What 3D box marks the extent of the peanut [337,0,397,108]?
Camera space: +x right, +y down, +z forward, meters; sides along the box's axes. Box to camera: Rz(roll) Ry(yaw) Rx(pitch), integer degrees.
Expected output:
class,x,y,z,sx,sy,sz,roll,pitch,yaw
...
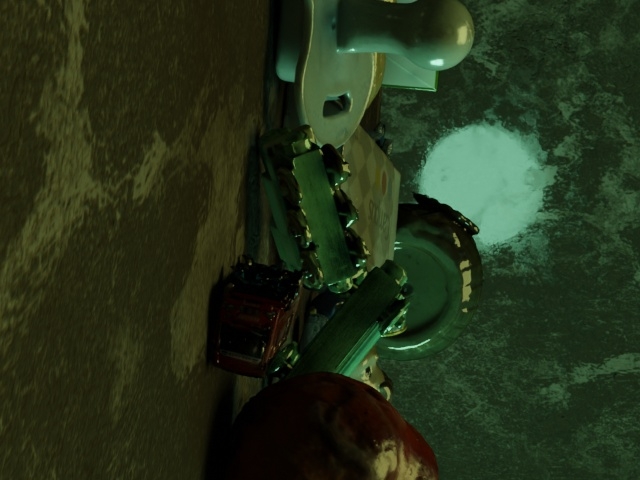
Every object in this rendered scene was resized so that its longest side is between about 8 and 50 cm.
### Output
class,x,y,z,sx,sy,sz,roll,pitch,yaw
peanut,0.042,-0.286,1.916,0.123,0.123,0.256,-59,155,-78

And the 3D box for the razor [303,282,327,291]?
class,x,y,z,sx,sy,sz,roll,pitch,yaw
razor,0.000,0.000,2.076,0.090,0.054,0.148,-72,166,-53

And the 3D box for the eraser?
class,x,y,z,sx,sy,sz,roll,pitch,yaw
eraser,0.032,-0.063,1.893,0.397,0.082,0.213,34,60,-74

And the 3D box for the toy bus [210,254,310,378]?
class,x,y,z,sx,sy,sz,roll,pitch,yaw
toy bus,-0.059,0.072,1.423,0.235,0.073,0.096,-53,155,-82

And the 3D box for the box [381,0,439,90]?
class,x,y,z,sx,sy,sz,roll,pitch,yaw
box,0.096,-0.341,2.107,0.148,0.177,0.195,-78,171,-60

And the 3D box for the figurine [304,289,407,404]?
class,x,y,z,sx,sy,sz,roll,pitch,yaw
figurine,0.053,0.207,2.291,0.161,0.158,0.275,-52,148,-63

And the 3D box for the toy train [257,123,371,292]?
class,x,y,z,sx,sy,sz,roll,pitch,yaw
toy train,-0.015,-0.036,1.540,0.125,0.081,0.194,32,-36,55

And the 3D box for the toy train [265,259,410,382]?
class,x,y,z,sx,sy,sz,roll,pitch,yaw
toy train,0.021,0.133,1.832,0.248,0.101,0.159,-49,172,-11

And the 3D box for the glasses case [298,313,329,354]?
class,x,y,z,sx,sy,sz,roll,pitch,yaw
glasses case,-0.009,0.242,2.153,0.109,0.067,0.282,-82,173,-61

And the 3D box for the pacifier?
class,x,y,z,sx,sy,sz,roll,pitch,yaw
pacifier,0.067,-0.236,1.598,0.238,0.226,0.287,-13,113,-62

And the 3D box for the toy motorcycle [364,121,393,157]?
class,x,y,z,sx,sy,sz,roll,pitch,yaw
toy motorcycle,0.075,-0.133,2.607,0.254,0.092,0.135,-45,149,-69

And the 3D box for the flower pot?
class,x,y,z,sx,sy,sz,roll,pitch,yaw
flower pot,0.147,0.052,2.521,0.213,0.302,0.302,-52,147,-79

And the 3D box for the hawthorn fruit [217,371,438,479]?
class,x,y,z,sx,sy,sz,roll,pitch,yaw
hawthorn fruit,-0.010,0.235,1.494,0.271,0.242,0.242,-132,-141,-55
